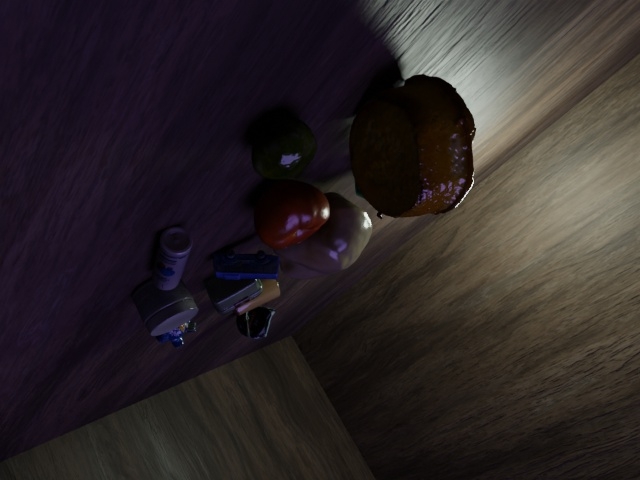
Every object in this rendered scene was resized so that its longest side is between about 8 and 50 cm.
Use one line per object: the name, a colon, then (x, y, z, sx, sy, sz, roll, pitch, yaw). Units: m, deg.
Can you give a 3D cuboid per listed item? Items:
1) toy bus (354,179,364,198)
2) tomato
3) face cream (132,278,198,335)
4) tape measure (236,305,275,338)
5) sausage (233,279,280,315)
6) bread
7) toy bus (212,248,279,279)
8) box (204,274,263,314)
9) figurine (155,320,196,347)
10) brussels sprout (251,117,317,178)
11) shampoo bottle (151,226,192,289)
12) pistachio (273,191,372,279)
toy bus: (0.257, -0.238, 1.839, 0.256, 0.147, 0.128, -24, 126, -30)
tomato: (-0.099, -0.086, 1.553, 0.260, 0.180, 0.260, -28, 163, -9)
face cream: (-0.525, 0.213, 1.688, 0.177, 0.153, 0.177, -29, 166, -8)
tape measure: (-0.351, 0.423, 2.637, 0.107, 0.181, 0.182, 26, 84, -76)
sausage: (-0.314, 0.251, 2.285, 0.253, 0.123, 0.123, -23, 162, -30)
bread: (0.248, -0.257, 1.395, 0.215, 0.398, 0.398, -17, 159, -29)
toy bus: (-0.263, 0.090, 1.768, 0.236, 0.094, 0.079, 1, 152, -6)
box: (-0.346, 0.185, 1.981, 0.210, 0.148, 0.129, -30, 153, -10)
figurine: (-0.597, 0.318, 1.960, 0.164, 0.120, 0.262, -53, 153, -33)
brussels sprout: (-0.085, -0.226, 1.224, 0.181, 0.144, 0.161, -49, 157, -39)
shampoo bottle: (-0.455, 0.072, 1.504, 0.092, 0.092, 0.303, -22, 162, -34)
pistachio: (0.000, 0.000, 1.830, 0.365, 0.281, 0.445, 3, 148, -22)
